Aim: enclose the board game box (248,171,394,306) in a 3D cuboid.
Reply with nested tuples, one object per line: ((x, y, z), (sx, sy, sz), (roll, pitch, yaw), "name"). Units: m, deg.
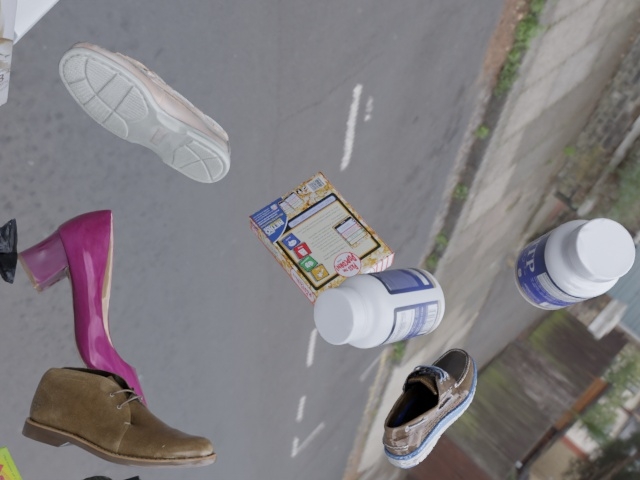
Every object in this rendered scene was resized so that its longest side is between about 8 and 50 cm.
((0.000, 0.000, 1.200), (0.147, 0.193, 0.045), (-33, 157, -16), "board game box")

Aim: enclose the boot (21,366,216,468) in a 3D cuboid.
((-0.292, 0.261, 1.104), (0.112, 0.305, 0.115), (41, 60, -74), "boot")

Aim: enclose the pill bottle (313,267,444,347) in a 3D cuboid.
((0.074, 0.087, 0.962), (0.169, 0.094, 0.094), (-4, 133, -45), "pill bottle")

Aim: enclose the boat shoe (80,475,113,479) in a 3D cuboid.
((-0.388, 0.392, 0.968), (0.120, 0.122, 0.324), (-27, 160, 18), "boat shoe")

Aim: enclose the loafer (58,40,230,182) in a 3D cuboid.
((-0.110, -0.085, 0.484), (0.045, 0.125, 0.039), (-33, -146, 31), "loafer")

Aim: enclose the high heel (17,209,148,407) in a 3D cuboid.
((-0.357, 0.131, 1.309), (0.181, 0.377, 0.127), (-32, -177, -19), "high heel")

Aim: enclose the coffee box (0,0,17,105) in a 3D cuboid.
((-0.316, -0.187, 0.564), (0.141, 0.098, 0.246), (-44, 174, -40), "coffee box")

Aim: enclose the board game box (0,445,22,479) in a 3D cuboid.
((-0.384, 0.288, 0.786), (0.043, 0.092, 0.181), (-32, 172, 12), "board game box")

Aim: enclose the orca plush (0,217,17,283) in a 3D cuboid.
((-0.513, 0.014, 0.891), (0.287, 0.102, 0.151), (18, 96, -27), "orca plush")

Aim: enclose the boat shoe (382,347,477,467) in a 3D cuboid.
((0.136, 0.187, 0.907), (0.183, 0.066, 0.066), (-48, 132, -39), "boat shoe")

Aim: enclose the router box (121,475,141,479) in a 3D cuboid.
((-0.222, 0.288, 0.711), (0.122, 0.092, 0.038), (-14, 134, -12), "router box")

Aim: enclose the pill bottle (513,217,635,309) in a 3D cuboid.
((0.362, 0.032, 1.072), (0.112, 0.112, 0.186), (-43, 175, -16), "pill bottle")

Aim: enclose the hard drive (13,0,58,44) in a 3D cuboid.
((-0.472, -0.457, 1.151), (0.040, 0.203, 0.307), (-30, -152, 42), "hard drive")
